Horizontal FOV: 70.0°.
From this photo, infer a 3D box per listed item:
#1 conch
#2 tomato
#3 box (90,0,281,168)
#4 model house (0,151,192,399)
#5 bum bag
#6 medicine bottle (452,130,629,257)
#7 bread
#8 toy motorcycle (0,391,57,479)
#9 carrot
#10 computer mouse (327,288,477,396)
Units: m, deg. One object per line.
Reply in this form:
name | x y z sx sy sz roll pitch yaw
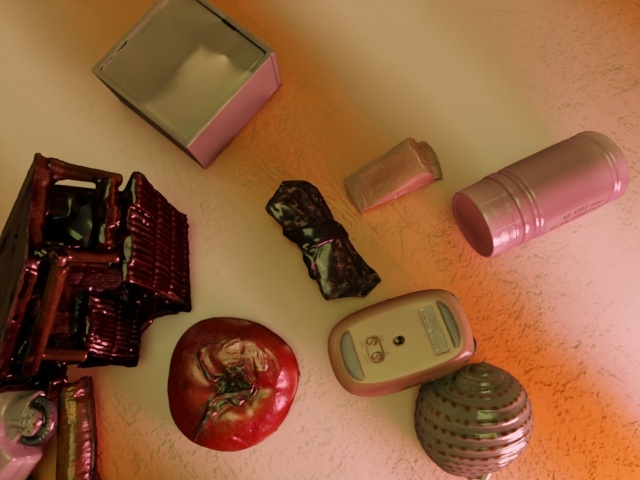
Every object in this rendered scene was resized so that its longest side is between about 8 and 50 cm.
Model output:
conch | 0.241 0.288 0.709 0.172 0.131 0.199 -1 79 0
tomato | -0.147 0.230 0.742 0.228 0.101 0.227 0 81 -2
box | -0.231 -0.293 0.825 0.225 0.117 0.225 39 83 7
model house | -0.321 0.076 0.703 0.283 0.297 0.317 11 70 -42
bum bag | -0.001 0.000 0.793 0.102 0.069 0.248 -28 77 -41
medicine bottle | 0.365 -0.077 0.771 0.250 0.133 0.133 -25 81 -5
bread | 0.134 -0.116 0.837 0.152 0.105 0.077 -29 80 28
toy motorcycle | -0.525 0.331 0.733 0.171 0.110 0.260 39 91 29
carrot | -0.395 0.354 0.736 0.070 0.070 0.260 -6 80 0
computer mouse | 0.130 0.168 0.750 0.237 0.082 0.145 -21 69 1
